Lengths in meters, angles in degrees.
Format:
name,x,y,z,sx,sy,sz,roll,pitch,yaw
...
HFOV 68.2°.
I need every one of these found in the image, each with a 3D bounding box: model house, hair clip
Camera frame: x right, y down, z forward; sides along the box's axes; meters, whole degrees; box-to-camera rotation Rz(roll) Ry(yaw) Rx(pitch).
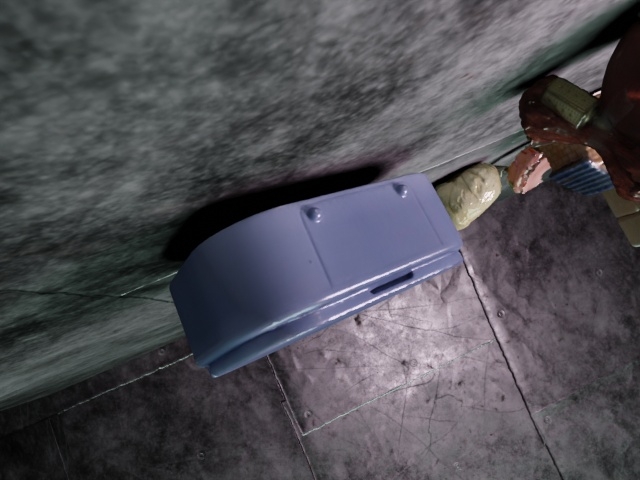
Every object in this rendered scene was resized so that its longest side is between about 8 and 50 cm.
name,x,y,z,sx,sy,sz,roll,pitch,yaw
model house,0.506,-0.169,0.836,0.183,0.172,0.166,-24,172,0
hair clip,0.414,-0.153,1.180,0.034,0.072,0.226,-30,165,-4

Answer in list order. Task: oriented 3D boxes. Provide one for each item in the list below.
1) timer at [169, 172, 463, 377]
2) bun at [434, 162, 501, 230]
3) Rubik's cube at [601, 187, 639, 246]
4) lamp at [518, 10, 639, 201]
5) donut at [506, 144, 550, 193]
name,x,y,z,sx,sy,sz,roll,pitch,yaw
timer,-0.028,0.048,0.678,0.395,0.173,0.395,-25,171,-4
bun,0.308,-0.097,1.031,0.164,0.111,0.188,-41,173,-9
Rubik's cube,0.821,-0.201,1.020,0.322,0.318,0.316,-25,172,1
lamp,0.347,-0.161,0.486,0.223,0.215,0.151,-49,151,14
donut,0.485,-0.180,1.034,0.166,0.065,0.117,-30,146,-3
